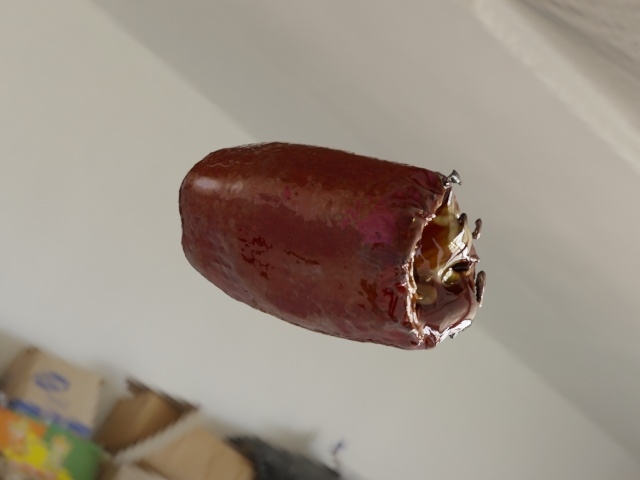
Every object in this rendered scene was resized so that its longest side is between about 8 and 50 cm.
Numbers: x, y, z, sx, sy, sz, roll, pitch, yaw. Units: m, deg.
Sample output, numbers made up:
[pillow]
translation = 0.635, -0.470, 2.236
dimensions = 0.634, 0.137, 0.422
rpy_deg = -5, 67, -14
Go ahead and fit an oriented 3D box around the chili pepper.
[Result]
[chili pepper]
translation = 0.000, 0.000, 0.663
dimensions = 0.123, 0.070, 0.073
rpy_deg = 14, -12, 38
